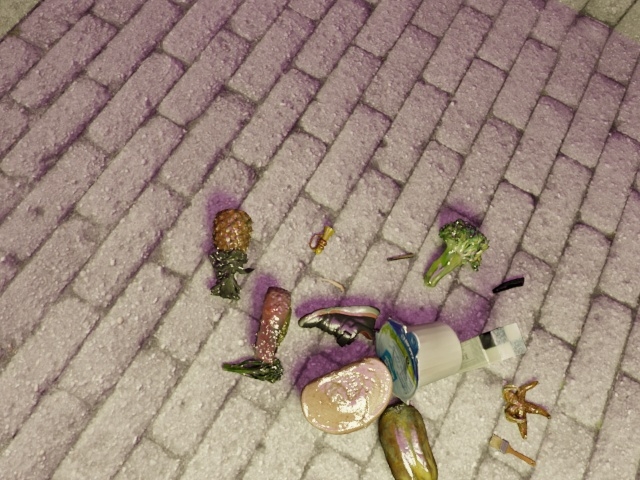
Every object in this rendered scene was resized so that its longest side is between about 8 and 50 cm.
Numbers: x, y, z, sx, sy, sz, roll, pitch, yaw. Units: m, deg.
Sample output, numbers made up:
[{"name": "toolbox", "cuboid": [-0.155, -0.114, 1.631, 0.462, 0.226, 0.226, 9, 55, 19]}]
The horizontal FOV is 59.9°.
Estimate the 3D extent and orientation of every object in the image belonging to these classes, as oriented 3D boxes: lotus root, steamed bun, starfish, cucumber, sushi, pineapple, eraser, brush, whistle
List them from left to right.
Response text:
[{"name": "pineapple", "cuboid": [-0.305, 0.053, 1.924, 0.170, 0.141, 0.310, 11, 74, -29]}, {"name": "sushi", "cuboid": [-0.154, 0.263, 1.821, 0.107, 0.161, 0.241, 13, 49, 1]}, {"name": "whistle", "cuboid": [0.002, -0.003, 2.027, 0.057, 0.046, 0.109, 36, 75, -8]}, {"name": "steamed bun", "cuboid": [0.095, 0.494, 1.736, 0.301, 0.251, 0.199, -24, 74, -5]}, {"name": "lotus root", "cuboid": [0.272, 0.649, 1.752, 0.151, 0.160, 0.275, -18, 70, 12]}, {"name": "eraser", "cuboid": [0.504, 0.350, 1.757, 0.098, 0.404, 0.097, -14, 73, -14]}, {"name": "cucumber", "cuboid": [0.696, 0.164, 2.052, 0.134, 0.033, 0.034, -11, 68, -11]}, {"name": "brush", "cuboid": [0.641, 0.705, 1.851, 0.169, 0.014, 0.043, 29, 70, 4]}, {"name": "starfish", "cuboid": [0.694, 0.572, 1.875, 0.146, 0.074, 0.190, 1, 69, -5]}]

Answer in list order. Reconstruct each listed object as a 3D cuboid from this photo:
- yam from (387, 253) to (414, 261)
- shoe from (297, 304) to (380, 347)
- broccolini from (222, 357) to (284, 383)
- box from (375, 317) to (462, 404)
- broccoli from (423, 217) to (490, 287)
[{"name": "yam", "cuboid": [0.296, 0.064, 2.051, 0.107, 0.014, 0.014, -9, 71, -10]}, {"name": "shoe", "cuboid": [0.066, 0.295, 1.889, 0.290, 0.114, 0.137, 0, 75, -11]}, {"name": "broccolini", "cuboid": [-0.220, 0.429, 1.823, 0.202, 0.068, 0.091, -2, 98, -5]}, {"name": "box", "cuboid": [0.332, 0.349, 1.788, 0.206, 0.291, 0.263, -10, 55, -24]}, {"name": "broccoli", "cuboid": [0.495, 0.062, 2.036, 0.198, 0.177, 0.275, 20, 97, -34]}]
